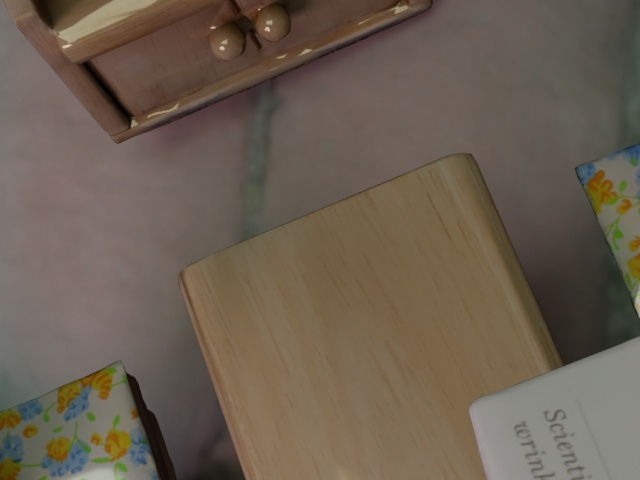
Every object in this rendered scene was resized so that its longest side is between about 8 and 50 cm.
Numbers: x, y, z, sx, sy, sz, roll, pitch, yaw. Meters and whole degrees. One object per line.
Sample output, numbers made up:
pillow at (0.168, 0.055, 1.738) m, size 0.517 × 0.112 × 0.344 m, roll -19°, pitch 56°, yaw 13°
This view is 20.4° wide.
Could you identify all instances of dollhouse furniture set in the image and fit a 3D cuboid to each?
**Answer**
dollhouse furniture set at (0.000, 0.000, 0.611) m, size 0.362 × 0.256 × 0.394 m, roll -23°, pitch 68°, yaw 5°

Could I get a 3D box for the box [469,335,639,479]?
box at (0.155, 0.104, 0.430) m, size 0.182 × 0.119 × 0.181 m, roll -21°, pitch 53°, yaw 4°
